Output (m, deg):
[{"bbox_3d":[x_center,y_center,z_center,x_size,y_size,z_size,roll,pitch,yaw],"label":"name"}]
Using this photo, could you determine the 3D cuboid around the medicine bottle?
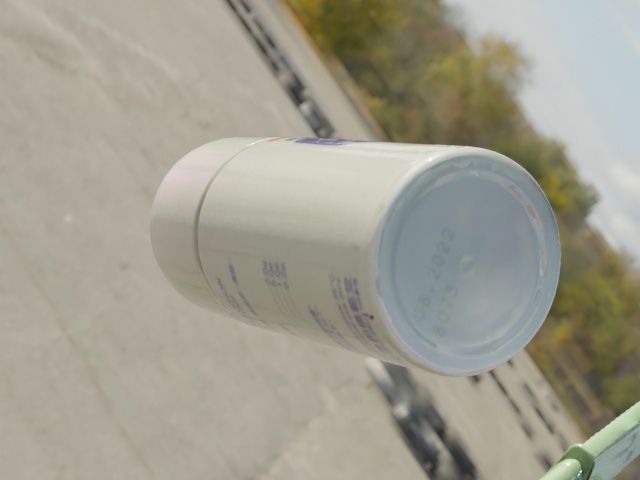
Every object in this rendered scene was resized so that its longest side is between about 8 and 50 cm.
[{"bbox_3d":[0.000,0.000,1.069,0.130,0.130,0.341,53,-20,-21],"label":"medicine bottle"}]

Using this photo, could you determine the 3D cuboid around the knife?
[{"bbox_3d":[0.086,0.105,0.664,0.020,0.043,0.293,36,37,23],"label":"knife"}]
